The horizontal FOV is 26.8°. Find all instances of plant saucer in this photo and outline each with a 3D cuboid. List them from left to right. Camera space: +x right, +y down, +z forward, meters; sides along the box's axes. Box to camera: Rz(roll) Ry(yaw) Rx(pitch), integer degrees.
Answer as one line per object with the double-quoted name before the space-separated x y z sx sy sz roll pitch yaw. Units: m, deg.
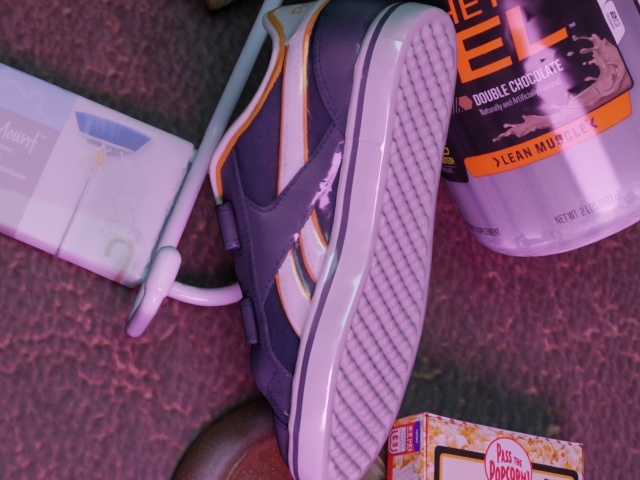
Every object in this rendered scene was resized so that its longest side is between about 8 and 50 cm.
"plant saucer" -0.008 0.197 0.912 0.198 0.036 0.199 5 71 -15

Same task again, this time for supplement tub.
"supplement tub" 0.131 -0.177 0.933 0.207 0.207 0.338 -37 108 -24

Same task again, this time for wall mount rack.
"wall mount rack" -0.160 -0.112 0.923 0.350 0.130 0.304 23 67 -9

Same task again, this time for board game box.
"board game box" 0.114 0.225 0.910 0.146 0.045 0.194 16 67 -30

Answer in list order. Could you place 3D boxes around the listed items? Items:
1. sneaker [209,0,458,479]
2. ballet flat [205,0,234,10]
"sneaker" 0.000 0.000 0.881 0.127 0.126 0.321 14 100 28
"ballet flat" -0.140 -0.266 1.015 0.232 0.080 0.073 42 80 2
